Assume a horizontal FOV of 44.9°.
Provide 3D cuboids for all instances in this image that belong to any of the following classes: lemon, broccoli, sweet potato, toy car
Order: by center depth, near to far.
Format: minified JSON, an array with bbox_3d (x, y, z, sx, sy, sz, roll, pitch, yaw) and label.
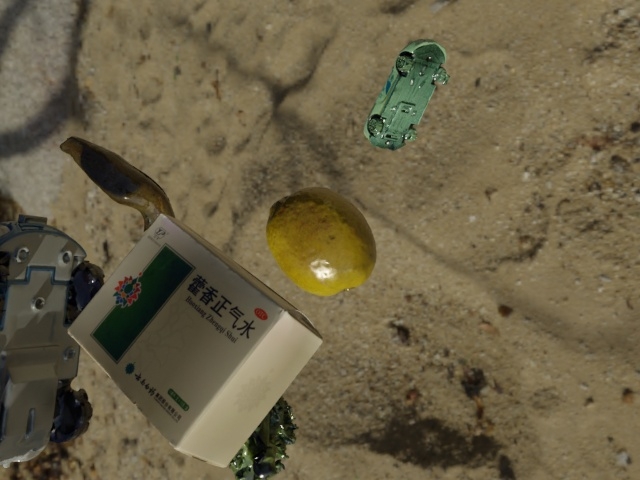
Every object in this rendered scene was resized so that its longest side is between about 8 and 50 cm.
[{"bbox_3d":[-0.386,0.122,0.932,0.166,0.198,0.314,8,91,25],"label":"toy car"},{"bbox_3d":[0.132,-0.228,1.204,0.058,0.093,0.186,53,127,46],"label":"toy car"},{"bbox_3d":[-0.104,0.324,1.263,0.167,0.154,0.160,-47,20,6],"label":"broccoli"},{"bbox_3d":[0.000,0.000,1.316,0.207,0.170,0.170,51,143,9],"label":"lemon"},{"bbox_3d":[-0.408,-0.112,1.566,0.112,0.285,0.085,-47,10,48],"label":"sweet potato"}]

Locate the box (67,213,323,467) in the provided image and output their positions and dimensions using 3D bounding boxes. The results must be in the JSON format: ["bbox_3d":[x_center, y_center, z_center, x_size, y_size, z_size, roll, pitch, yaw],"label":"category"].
[{"bbox_3d":[-0.130,0.096,0.793,0.212,0.095,0.168,33,81,36],"label":"box"}]
